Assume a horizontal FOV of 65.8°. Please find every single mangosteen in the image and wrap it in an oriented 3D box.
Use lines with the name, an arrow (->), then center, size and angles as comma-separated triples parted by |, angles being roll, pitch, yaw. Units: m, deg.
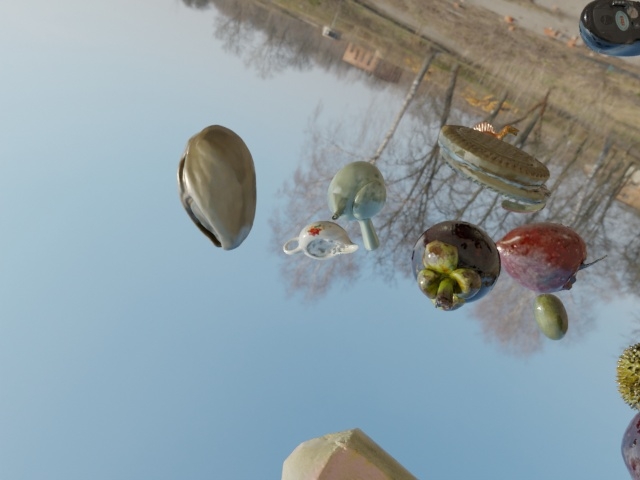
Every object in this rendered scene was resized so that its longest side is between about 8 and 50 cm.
mangosteen -> 0.285, 0.064, 1.057 | 0.192, 0.192, 0.217 | 25, -143, 1

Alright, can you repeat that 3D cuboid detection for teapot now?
teapot -> 0.148, -0.121, 1.636 | 0.149, 0.220, 0.318 | 46, -175, 37
teapot -> 0.000, 0.000, 1.457 | 0.226, 0.145, 0.092 | -10, -133, 16

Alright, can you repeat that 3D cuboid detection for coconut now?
coconut -> 0.039, 0.468, 0.897 | 0.245, 0.233, 0.233 | 32, -157, 11

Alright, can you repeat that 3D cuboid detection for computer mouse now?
computer mouse -> 0.765, -0.541, 1.274 | 0.233, 0.137, 0.096 | 2, 174, -8

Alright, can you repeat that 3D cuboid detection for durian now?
durian -> 0.959, 0.379, 1.372 | 0.293, 0.258, 0.258 | -3, -150, -14

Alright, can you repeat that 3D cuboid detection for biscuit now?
biscuit -> 0.361, -0.161, 1.033 | 0.259, 0.079, 0.259 | 18, -154, -9

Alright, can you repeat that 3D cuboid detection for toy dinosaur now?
toy dinosaur -> 0.539, -0.343, 1.664 | 0.212, 0.142, 0.057 | 25, -146, 17

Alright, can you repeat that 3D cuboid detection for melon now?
melon -> 0.743, 0.247, 1.594 | 0.162, 0.099, 0.099 | 68, -157, -8

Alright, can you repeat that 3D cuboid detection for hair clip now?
hair clip -> 0.659, -0.110, 1.611 | 0.137, 0.022, 0.054 | 8, -141, 35

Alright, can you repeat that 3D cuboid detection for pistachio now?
pistachio -> -0.192, -0.098, 0.937 | 0.153, 0.237, 0.138 | -6, -165, -28

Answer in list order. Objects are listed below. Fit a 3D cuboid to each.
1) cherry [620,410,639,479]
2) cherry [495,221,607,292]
cherry -> 0.528, 0.296, 0.669 | 0.195, 0.195, 0.195 | 21, -158, -9
cherry -> 0.575, 0.038, 1.305 | 0.250, 0.192, 0.175 | 11, -125, -4
